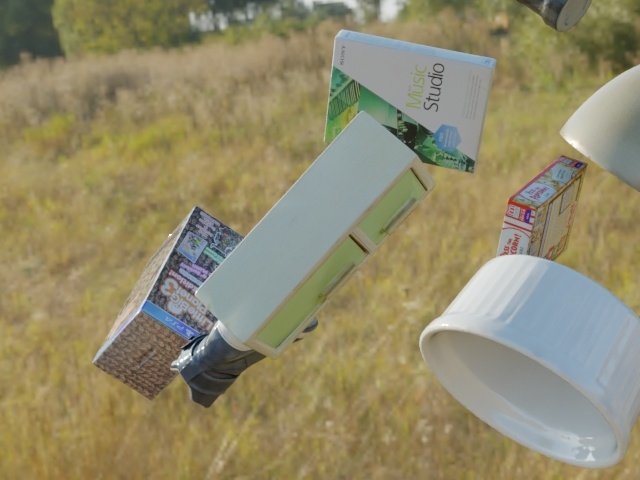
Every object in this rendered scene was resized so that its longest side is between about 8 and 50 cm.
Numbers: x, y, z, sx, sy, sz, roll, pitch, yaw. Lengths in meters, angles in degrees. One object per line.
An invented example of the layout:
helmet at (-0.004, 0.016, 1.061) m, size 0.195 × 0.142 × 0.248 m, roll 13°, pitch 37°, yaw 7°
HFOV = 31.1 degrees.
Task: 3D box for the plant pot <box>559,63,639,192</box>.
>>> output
plant pot at (0.524, -0.164, 1.688) m, size 0.284 × 0.191 × 0.284 m, roll 28°, pitch 17°, yaw -9°

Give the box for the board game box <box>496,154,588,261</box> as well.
board game box at (0.313, -0.021, 1.635) m, size 0.045 × 0.147 × 0.193 m, roll 22°, pitch 32°, yaw 25°

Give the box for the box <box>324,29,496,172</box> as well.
box at (0.174, -0.278, 2.302) m, size 0.322 × 0.232 × 0.058 m, roll 13°, pitch 30°, yaw 13°

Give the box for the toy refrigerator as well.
toy refrigerator at (0.000, 0.000, 1.251) m, size 0.094 × 0.269 × 0.102 m, roll 42°, pitch 0°, yaw 24°

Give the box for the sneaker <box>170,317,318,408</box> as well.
sneaker at (-0.111, 0.151, 1.611) m, size 0.163 × 0.086 × 0.226 m, roll -48°, pitch -20°, yaw 25°

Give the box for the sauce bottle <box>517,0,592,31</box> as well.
sauce bottle at (0.200, -0.388, 1.476) m, size 0.344 × 0.111 × 0.111 m, roll 42°, pitch 35°, yaw 24°

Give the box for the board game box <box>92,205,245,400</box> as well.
board game box at (-0.283, 0.121, 2.226) m, size 0.232 × 0.141 × 0.291 m, roll -44°, pitch 18°, yaw 44°

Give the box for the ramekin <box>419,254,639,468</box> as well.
ramekin at (0.272, 0.142, 1.397) m, size 0.277 × 0.277 × 0.135 m, roll 7°, pitch 54°, yaw 51°
